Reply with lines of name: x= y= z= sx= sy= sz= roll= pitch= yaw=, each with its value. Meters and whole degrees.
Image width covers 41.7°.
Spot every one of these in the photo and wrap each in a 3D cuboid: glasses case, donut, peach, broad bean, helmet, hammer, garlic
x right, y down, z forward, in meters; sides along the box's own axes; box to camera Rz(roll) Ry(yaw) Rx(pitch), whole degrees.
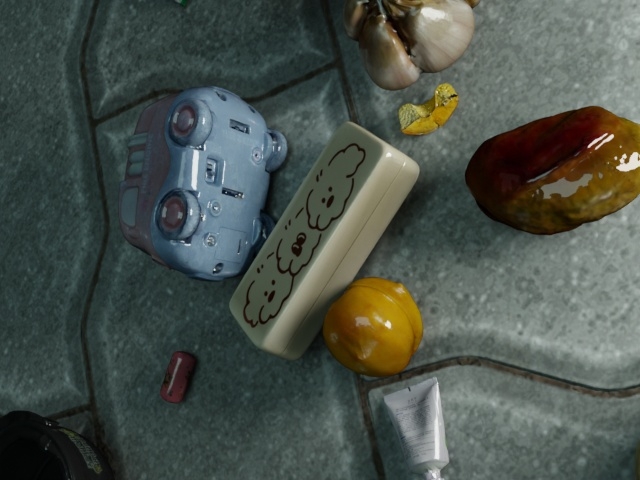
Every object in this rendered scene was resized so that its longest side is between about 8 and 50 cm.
glasses case: x=0.000 y=0.000 z=1.201 sx=0.336 sy=0.076 sz=0.144 roll=-58 pitch=35 yaw=7
donut: x=0.153 y=-0.189 z=1.189 sx=0.083 sy=0.067 sz=0.037 roll=120 pitch=143 yaw=-45
peach: x=0.074 y=0.120 z=1.142 sx=0.138 sy=0.138 sz=0.138 roll=-5 pitch=80 yaw=27
broad bean: x=0.299 y=-0.088 z=1.064 sx=0.229 sy=0.122 sz=0.156 roll=-12 pitch=51 yaw=19
helmet: x=-0.425 y=0.405 z=1.339 sx=0.279 sy=0.160 sz=0.230 roll=44 pitch=104 yaw=38
hammer: x=-0.227 y=0.216 z=1.334 sx=0.043 sy=0.043 sz=0.083 roll=19 pitch=93 yaw=29
garlic: x=0.142 y=-0.308 z=1.165 sx=0.214 sy=0.191 sz=0.160 roll=-21 pitch=98 yaw=12

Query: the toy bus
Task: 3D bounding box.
toy bus: x=-0.203 y=-0.086 z=1.294 sx=0.232 sy=0.197 sz=0.294 roll=1 pitch=83 yaw=38

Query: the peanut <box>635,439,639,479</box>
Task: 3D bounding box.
peanut: x=0.426 y=0.240 z=0.941 sx=0.129 sy=0.129 sz=0.224 roll=22 pitch=86 yaw=29

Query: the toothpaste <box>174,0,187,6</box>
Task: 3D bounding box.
toothpaste: x=-0.199 y=-0.535 z=1.433 sx=0.065 sy=0.050 sz=0.266 roll=36 pitch=99 yaw=25

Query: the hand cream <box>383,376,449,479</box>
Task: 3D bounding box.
hand cream: x=0.138 y=0.265 z=1.138 sx=0.084 sy=0.053 sz=0.142 roll=-25 pitch=56 yaw=21
